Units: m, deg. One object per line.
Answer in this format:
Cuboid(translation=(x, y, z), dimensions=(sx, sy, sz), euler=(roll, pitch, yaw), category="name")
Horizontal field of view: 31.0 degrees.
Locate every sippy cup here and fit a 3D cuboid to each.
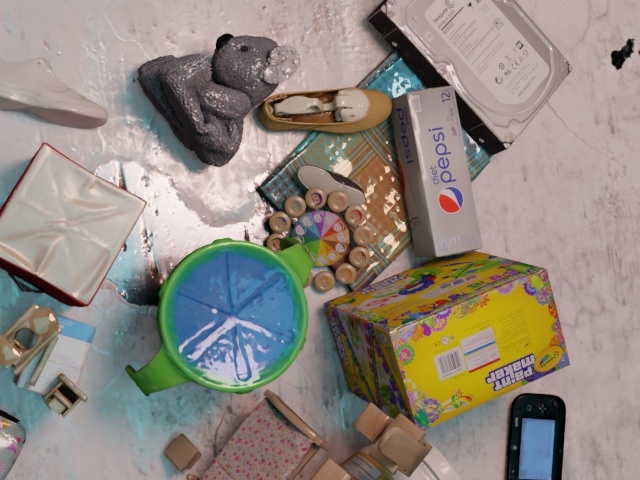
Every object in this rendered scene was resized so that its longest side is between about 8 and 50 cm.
Cuboid(translation=(-0.161, 0.119, 1.837), dimensions=(0.306, 0.224, 0.240), euler=(-3, 88, -18), category="sippy cup")

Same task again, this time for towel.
Cuboid(translation=(0.104, -0.123, 2.032), dimensions=(0.370, 0.040, 0.271), euler=(-45, 100, -14), category="towel")

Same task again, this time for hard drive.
Cuboid(translation=(0.274, -0.352, 2.064), dimensions=(0.339, 0.064, 0.237), euler=(46, 65, -9), category="hard drive")

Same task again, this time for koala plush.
Cuboid(translation=(-0.146, -0.255, 1.888), dimensions=(0.221, 0.196, 0.203), euler=(-38, 111, -16), category="koala plush")

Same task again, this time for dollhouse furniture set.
Cuboid(translation=(-0.390, 0.176, 1.684), dimensions=(0.161, 0.182, 0.101), euler=(46, 78, -7), category="dollhouse furniture set")
Cuboid(translation=(-0.067, 0.304, 1.762), dimensions=(0.303, 0.355, 0.174), euler=(-51, 146, -4), category="dollhouse furniture set")

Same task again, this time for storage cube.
Cuboid(translation=(-0.403, -0.017, 1.781), dimensions=(0.184, 0.193, 0.215), euler=(31, 78, -14), category="storage cube")

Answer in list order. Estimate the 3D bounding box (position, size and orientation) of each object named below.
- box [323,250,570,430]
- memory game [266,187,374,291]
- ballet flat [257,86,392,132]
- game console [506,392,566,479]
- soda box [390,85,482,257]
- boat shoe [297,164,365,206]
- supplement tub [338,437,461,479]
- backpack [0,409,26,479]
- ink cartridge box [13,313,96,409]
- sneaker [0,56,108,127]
Cuboid(translation=(0.203, 0.153, 1.915), dimensions=(0.290, 0.279, 0.177), euler=(-21, 104, -17), category="box")
Cuboid(translation=(0.000, 0.000, 1.969), dimensions=(0.186, 0.012, 0.186), euler=(0, 104, -1), category="memory game")
Cuboid(translation=(0.010, -0.222, 1.958), dimensions=(0.232, 0.073, 0.080), euler=(-7, 80, -4), category="ballet flat")
Cuboid(translation=(0.371, 0.458, 2.091), dimensions=(0.213, 0.044, 0.361), euler=(6, 85, -18), category="game console")
Cuboid(translation=(0.196, -0.116, 1.990), dimensions=(0.091, 0.098, 0.286), euler=(-11, 93, -18), category="soda box")
Cuboid(translation=(0.020, -0.098, 1.968), dimensions=(0.125, 0.038, 0.046), euler=(22, 119, -11), category="boat shoe")
Cuboid(translation=(0.077, 0.479, 1.898), dimensions=(0.316, 0.228, 0.228), euler=(-34, 98, -17), category="supplement tub")
Cuboid(translation=(-0.553, 0.337, 1.745), dimensions=(0.166, 0.144, 0.188), euler=(31, 82, -20), category="backpack")
Cuboid(translation=(-0.422, 0.190, 1.818), dimensions=(0.090, 0.092, 0.143), euler=(20, 81, -15), category="ink cartridge box")
Cuboid(translation=(-0.439, -0.246, 1.846), dimensions=(0.212, 0.080, 0.094), euler=(15, 71, -16), category="sneaker")
